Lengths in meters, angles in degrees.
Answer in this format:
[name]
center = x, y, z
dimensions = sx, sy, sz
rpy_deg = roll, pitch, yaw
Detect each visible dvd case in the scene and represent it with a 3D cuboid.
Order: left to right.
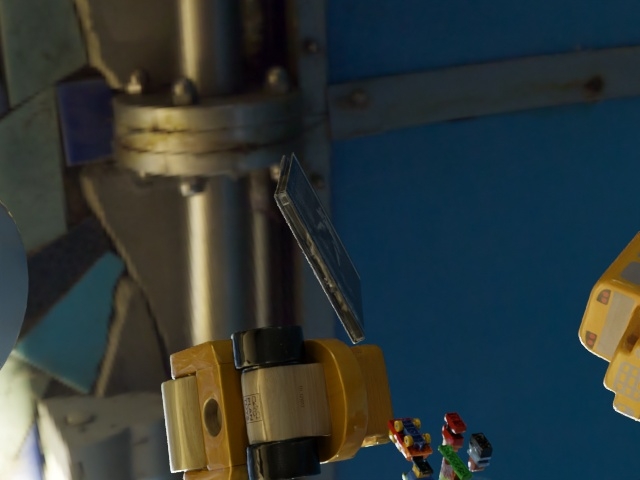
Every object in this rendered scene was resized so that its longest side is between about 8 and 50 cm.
[dvd case]
center = 0.000, 0.000, 1.166
dimensions = 0.164, 0.018, 0.221
rpy_deg = 61, 8, -12

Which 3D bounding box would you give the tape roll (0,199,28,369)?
[tape roll]
center = -0.357, 0.022, 0.813
dimensions = 0.169, 0.246, 0.246
rpy_deg = 69, -1, -73

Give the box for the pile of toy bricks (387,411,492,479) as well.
[pile of toy bricks]
center = 0.155, 0.308, 1.368
dimensions = 0.212, 0.118, 0.105
rpy_deg = -124, -144, -56

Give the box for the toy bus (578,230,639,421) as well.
[toy bus]
center = 0.390, 0.056, 1.237
dimensions = 0.130, 0.333, 0.108
rpy_deg = 28, -48, 24

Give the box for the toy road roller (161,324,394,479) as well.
[toy road roller]
center = -0.049, 0.233, 1.546
dimensions = 0.329, 0.240, 0.202
rpy_deg = -22, -108, 52
